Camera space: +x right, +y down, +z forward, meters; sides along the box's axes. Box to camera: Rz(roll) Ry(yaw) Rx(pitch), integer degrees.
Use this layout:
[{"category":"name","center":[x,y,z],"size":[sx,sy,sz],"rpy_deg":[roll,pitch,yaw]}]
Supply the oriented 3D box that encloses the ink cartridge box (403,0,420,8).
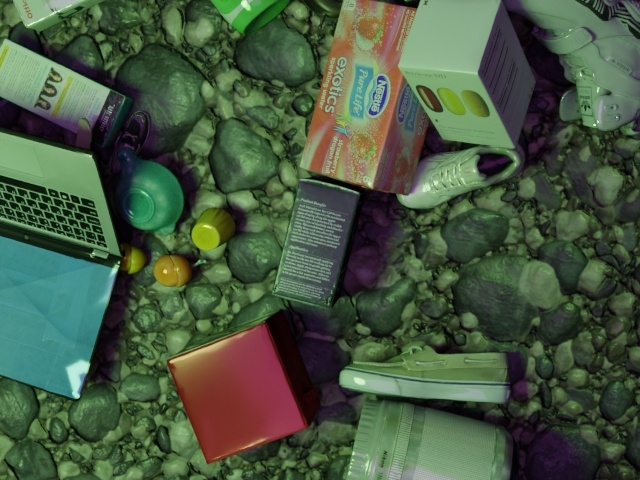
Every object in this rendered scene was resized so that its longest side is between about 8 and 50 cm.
[{"category":"ink cartridge box","center":[0.236,-0.459,1.678],"size":[0.219,0.160,0.092],"rpy_deg":[-14,94,7]}]

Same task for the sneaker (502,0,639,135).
[{"category":"sneaker","center":[0.422,-0.298,1.638],"size":[0.366,0.137,0.210],"rpy_deg":[11,100,-24]}]

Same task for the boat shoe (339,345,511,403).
[{"category":"boat shoe","center":[0.184,0.232,1.776],"size":[0.302,0.109,0.094],"rpy_deg":[5,79,-4]}]

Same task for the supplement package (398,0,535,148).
[{"category":"supplement package","center":[0.239,-0.267,1.621],"size":[0.139,0.244,0.134],"rpy_deg":[10,73,29]}]

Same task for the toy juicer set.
[{"category":"toy juicer set","center":[-0.330,-0.051,1.810],"size":[0.329,0.089,0.209],"rpy_deg":[37,117,-2]}]

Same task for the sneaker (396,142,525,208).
[{"category":"sneaker","center":[0.237,-0.118,1.726],"size":[0.232,0.115,0.090],"rpy_deg":[-22,92,7]}]

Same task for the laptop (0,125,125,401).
[{"category":"laptop","center":[-0.562,0.021,1.724],"size":[0.382,0.408,0.236],"rpy_deg":[15,52,14]}]

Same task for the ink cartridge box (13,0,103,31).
[{"category":"ink cartridge box","center":[-0.469,-0.453,1.797],"size":[0.150,0.063,0.109],"rpy_deg":[-23,92,7]}]

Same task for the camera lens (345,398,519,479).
[{"category":"camera lens","center":[0.186,0.397,1.718],"size":[0.274,0.219,0.219],"rpy_deg":[13,96,5]}]

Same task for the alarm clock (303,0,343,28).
[{"category":"alarm clock","center":[0.042,-0.462,1.733],"size":[0.192,0.064,0.129],"rpy_deg":[-41,104,-16]}]

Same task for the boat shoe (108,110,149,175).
[{"category":"boat shoe","center":[-0.346,-0.174,1.818],"size":[0.046,0.038,0.125],"rpy_deg":[29,97,3]}]

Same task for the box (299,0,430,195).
[{"category":"box","center":[0.097,-0.239,1.694],"size":[0.154,0.142,0.300],"rpy_deg":[19,97,29]}]

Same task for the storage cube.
[{"category":"storage cube","center":[-0.127,0.247,1.757],"size":[0.215,0.183,0.193],"rpy_deg":[-22,90,8]}]

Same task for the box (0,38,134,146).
[{"category":"box","center":[-0.468,-0.263,1.812],"size":[0.244,0.060,0.100],"rpy_deg":[26,97,3]}]

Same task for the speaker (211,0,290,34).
[{"category":"speaker","center":[-0.179,-0.504,1.734],"size":[0.131,0.131,0.296],"rpy_deg":[-37,90,7]}]

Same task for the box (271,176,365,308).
[{"category":"box","center":[0.000,0.000,1.741],"size":[0.108,0.153,0.207],"rpy_deg":[14,94,5]}]
